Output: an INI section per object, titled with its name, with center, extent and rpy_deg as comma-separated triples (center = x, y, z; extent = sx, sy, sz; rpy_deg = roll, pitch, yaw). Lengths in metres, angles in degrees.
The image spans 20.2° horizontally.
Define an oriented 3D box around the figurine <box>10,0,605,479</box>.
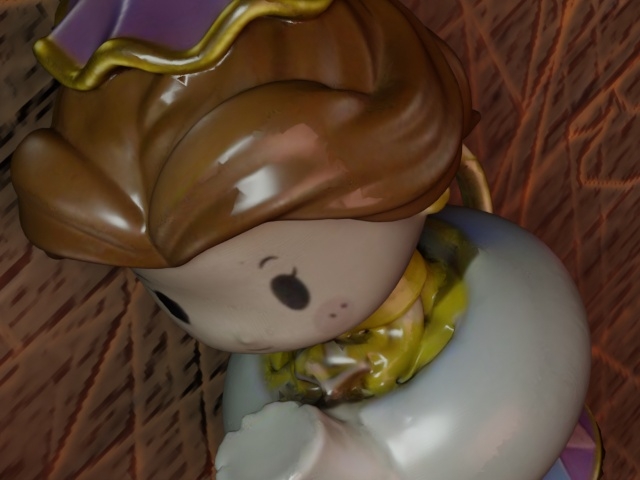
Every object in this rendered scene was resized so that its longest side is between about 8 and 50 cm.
[figurine]
center = 0.000, 0.000, 0.596
extent = 0.263, 0.142, 0.189
rpy_deg = 57, 36, -35
